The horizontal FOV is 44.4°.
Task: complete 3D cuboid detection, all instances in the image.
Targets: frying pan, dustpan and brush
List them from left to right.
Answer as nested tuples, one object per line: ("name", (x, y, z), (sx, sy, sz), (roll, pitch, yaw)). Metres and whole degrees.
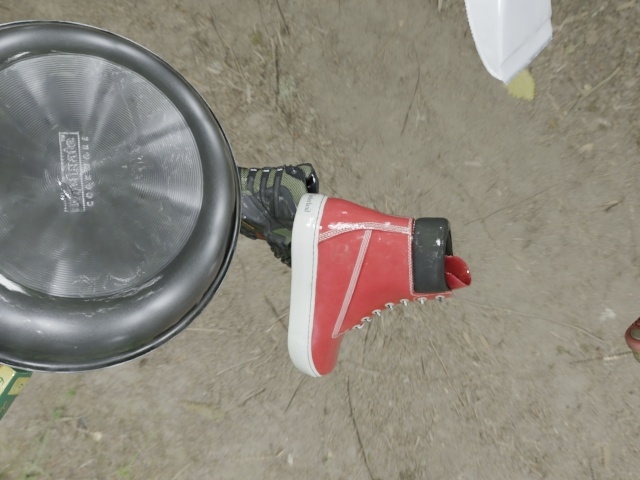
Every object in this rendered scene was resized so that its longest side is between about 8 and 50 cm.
("frying pan", (-0.187, -0.051, 0.395), (0.326, 0.053, 0.197), (21, 70, -21))
("dustpan and brush", (0.162, -0.270, 0.734), (0.060, 0.147, 0.211), (8, 126, 34))

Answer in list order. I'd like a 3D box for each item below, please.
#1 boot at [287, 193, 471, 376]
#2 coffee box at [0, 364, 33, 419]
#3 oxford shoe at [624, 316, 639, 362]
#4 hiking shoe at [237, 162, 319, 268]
("boot", (0.060, 0.067, 0.815), (0.176, 0.088, 0.244), (10, 133, 7))
("coffee box", (-0.416, 0.138, 0.848), (0.184, 0.040, 0.113), (34, 85, 12))
("oxford shoe", (0.558, 0.134, 1.049), (0.348, 0.123, 0.130), (-10, 101, -20))
("hiking shoe", (-0.059, -0.056, 0.986), (0.227, 0.086, 0.114), (37, 70, 24))
